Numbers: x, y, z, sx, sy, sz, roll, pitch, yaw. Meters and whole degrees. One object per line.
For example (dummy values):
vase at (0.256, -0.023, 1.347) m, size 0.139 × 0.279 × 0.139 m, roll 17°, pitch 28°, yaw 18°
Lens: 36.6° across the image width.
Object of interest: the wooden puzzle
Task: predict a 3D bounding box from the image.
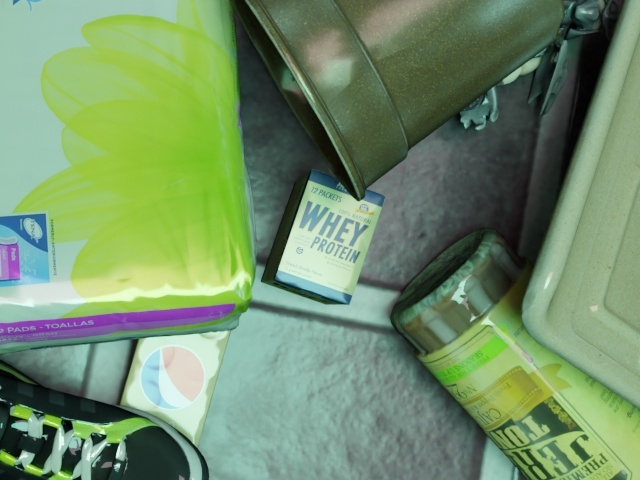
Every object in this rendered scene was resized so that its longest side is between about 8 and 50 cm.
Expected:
wooden puzzle at (0.289, -0.003, 0.709) m, size 0.348 × 0.080 × 0.322 m, roll 35°, pitch 65°, yaw -25°

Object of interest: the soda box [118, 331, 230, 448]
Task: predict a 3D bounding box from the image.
soda box at (-0.114, 0.125, 0.686) m, size 0.061 × 0.058 × 0.181 m, roll 17°, pitch 83°, yaw -9°

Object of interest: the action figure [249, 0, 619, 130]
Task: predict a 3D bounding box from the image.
action figure at (0.094, -0.178, 0.718) m, size 0.285 × 0.099 × 0.185 m, roll 6°, pitch 102°, yaw -3°

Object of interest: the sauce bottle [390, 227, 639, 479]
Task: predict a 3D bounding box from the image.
sauce bottle at (0.200, 0.148, 0.715) m, size 0.111 × 0.111 × 0.344 m, roll -43°, pitch 93°, yaw -10°

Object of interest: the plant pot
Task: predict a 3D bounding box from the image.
plant pot at (0.048, -0.138, 0.606) m, size 0.165 × 0.167 × 0.167 m, roll -33°, pitch 93°, yaw -1°

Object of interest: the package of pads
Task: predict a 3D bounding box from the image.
package of pads at (-0.162, -0.078, 0.638) m, size 0.229 × 0.101 × 0.296 m, roll -5°, pitch 73°, yaw -11°

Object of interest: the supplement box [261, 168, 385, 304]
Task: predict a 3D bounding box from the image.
supplement box at (0.000, 0.000, 0.702) m, size 0.056 × 0.083 × 0.083 m, roll 19°, pitch 83°, yaw -8°

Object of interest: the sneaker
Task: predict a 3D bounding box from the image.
sneaker at (-0.188, 0.131, 0.613) m, size 0.235 × 0.097 × 0.084 m, roll 16°, pitch 84°, yaw 18°
